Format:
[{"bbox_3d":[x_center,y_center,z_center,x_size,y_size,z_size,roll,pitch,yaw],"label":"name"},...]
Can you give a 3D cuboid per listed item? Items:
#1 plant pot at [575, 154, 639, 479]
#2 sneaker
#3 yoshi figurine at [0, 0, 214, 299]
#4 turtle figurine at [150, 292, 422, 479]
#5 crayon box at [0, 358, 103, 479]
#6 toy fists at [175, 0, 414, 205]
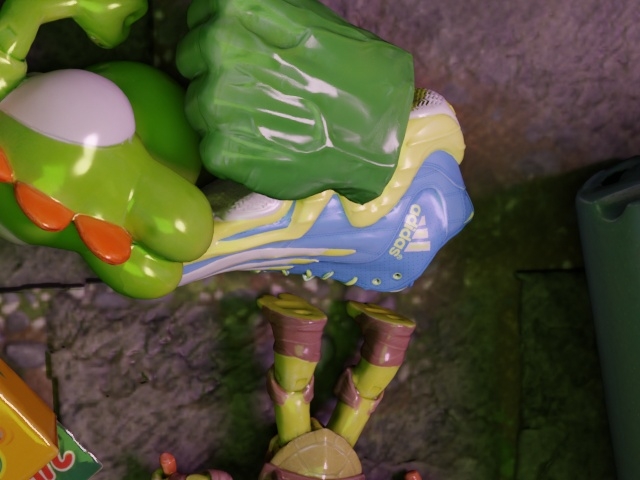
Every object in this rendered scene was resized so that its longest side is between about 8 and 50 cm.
[{"bbox_3d":[0.327,0.096,1.317,0.341,0.341,0.334,-16,99,-4],"label":"plant pot"},{"bbox_3d":[0.000,0.000,1.343,0.240,0.091,0.126,-27,108,-2],"label":"sneaker"},{"bbox_3d":[-0.211,-0.110,1.264,0.362,0.203,0.203,42,60,-4],"label":"yoshi figurine"},{"bbox_3d":[-0.020,0.149,1.383,0.269,0.087,0.217,8,104,-11],"label":"turtle figurine"},{"bbox_3d":[-0.319,0.118,1.331,0.202,0.081,0.318,-42,108,3],"label":"crayon box"},{"bbox_3d":[-0.012,-0.161,1.255,0.142,0.096,0.279,19,75,-28],"label":"toy fists"}]
